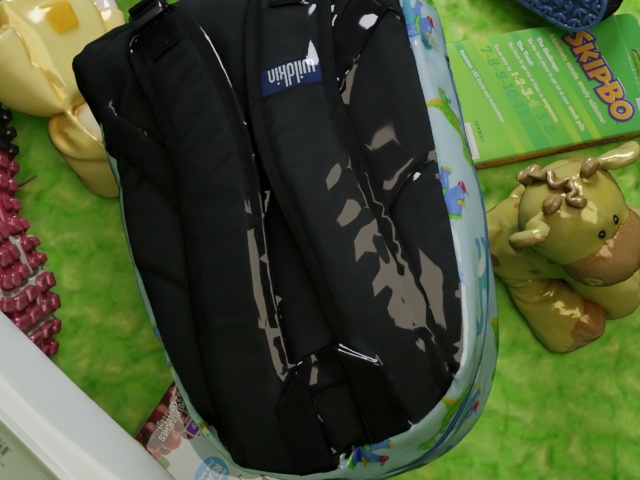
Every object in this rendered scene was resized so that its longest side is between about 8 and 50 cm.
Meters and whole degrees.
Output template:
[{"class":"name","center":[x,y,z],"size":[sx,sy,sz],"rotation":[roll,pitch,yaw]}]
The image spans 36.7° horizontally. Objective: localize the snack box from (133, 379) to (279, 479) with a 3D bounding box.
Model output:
[{"class":"snack box","center":[-0.090,0.224,0.787],"size":[0.174,0.070,0.207],"rotation":[35,75,-1]}]

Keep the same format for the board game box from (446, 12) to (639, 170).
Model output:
[{"class":"board game box","center":[0.205,-0.143,0.939],"size":[0.259,0.039,0.124],"rotation":[-12,80,-10]}]

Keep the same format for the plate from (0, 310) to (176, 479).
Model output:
[{"class":"plate","center":[-0.281,0.192,0.708],"size":[0.277,0.045,0.278],"rotation":[44,104,2]}]

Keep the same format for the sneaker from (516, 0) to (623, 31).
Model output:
[{"class":"sneaker","center":[0.196,-0.291,0.955],"size":[0.232,0.081,0.090],"rotation":[40,43,11]}]

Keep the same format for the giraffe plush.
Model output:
[{"class":"giraffe plush","center":[0.217,-0.011,0.841],"size":[0.210,0.170,0.181],"rotation":[22,75,-5]}]

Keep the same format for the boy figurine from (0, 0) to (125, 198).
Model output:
[{"class":"boy figurine","center":[-0.226,-0.171,0.813],"size":[0.177,0.092,0.285],"rotation":[-23,93,-54]}]

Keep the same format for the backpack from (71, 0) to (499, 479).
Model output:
[{"class":"backpack","center":[0.000,0.000,0.708],"size":[0.290,0.273,0.356],"rotation":[-21,59,9]}]

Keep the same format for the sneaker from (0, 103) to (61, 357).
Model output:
[{"class":"sneaker","center":[-0.297,0.006,0.788],"size":[0.112,0.121,0.299],"rotation":[-16,81,16]}]
